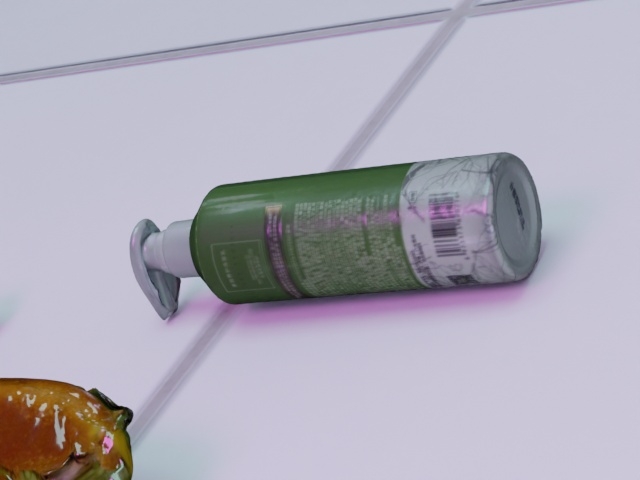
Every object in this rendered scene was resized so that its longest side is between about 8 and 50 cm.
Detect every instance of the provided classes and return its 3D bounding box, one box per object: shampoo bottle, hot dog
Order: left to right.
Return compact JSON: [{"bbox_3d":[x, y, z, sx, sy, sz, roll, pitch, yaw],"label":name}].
[{"bbox_3d":[-0.193,0.112,0.835,0.269,0.072,0.115,-1,33,35],"label":"hot dog"},{"bbox_3d":[0.000,0.000,0.906,0.204,0.065,0.065,-6,31,28],"label":"shampoo bottle"}]
